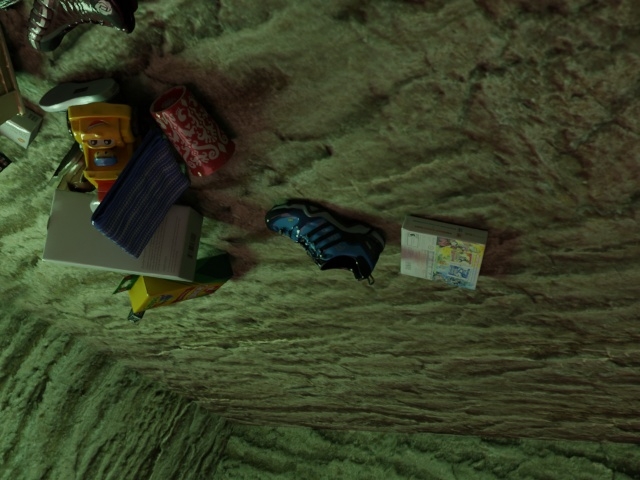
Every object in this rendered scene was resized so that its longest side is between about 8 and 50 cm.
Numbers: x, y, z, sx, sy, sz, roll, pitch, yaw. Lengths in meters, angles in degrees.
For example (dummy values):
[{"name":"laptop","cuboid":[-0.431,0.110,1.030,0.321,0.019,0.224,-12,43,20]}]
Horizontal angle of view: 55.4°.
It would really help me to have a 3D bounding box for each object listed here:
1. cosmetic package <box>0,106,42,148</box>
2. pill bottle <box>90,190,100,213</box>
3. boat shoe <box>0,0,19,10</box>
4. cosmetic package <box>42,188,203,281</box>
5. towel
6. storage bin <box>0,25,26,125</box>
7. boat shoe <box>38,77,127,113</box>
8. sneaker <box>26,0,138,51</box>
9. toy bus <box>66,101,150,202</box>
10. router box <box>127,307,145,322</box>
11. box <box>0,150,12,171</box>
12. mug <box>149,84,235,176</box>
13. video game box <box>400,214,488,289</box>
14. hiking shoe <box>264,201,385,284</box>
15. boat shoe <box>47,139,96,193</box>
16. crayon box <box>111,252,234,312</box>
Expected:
[{"name":"cosmetic package","cuboid":[-0.826,-0.332,1.520,0.239,0.060,0.099,32,150,-18]},{"name":"pill bottle","cuboid":[-0.463,-0.135,1.477,0.108,0.193,0.108,15,150,9]},{"name":"boat shoe","cuboid":[-0.607,-0.466,1.181,0.125,0.046,0.038,-14,131,34]},{"name":"cosmetic package","cuboid":[-0.519,-0.010,1.623,0.366,0.196,0.155,8,173,4]},{"name":"towel","cuboid":[-0.393,-0.092,1.386,0.040,0.243,0.336,30,167,5]},{"name":"storage bin","cuboid":[-0.816,-0.386,1.311,0.262,0.123,0.260,16,133,11]},{"name":"boat shoe","cuboid":[-0.526,-0.308,1.362,0.229,0.080,0.076,-4,142,24]},{"name":"sneaker","cuboid":[-0.427,-0.404,1.110,0.163,0.106,0.281,29,149,-19]},{"name":"toy bus","cuboid":[-0.455,-0.175,1.319,0.150,0.211,0.220,-1,171,-6]},{"name":"router box","cuboid":[-0.680,0.243,2.306,0.038,0.122,0.092,29,150,-22]},{"name":"box","cuboid":[-0.919,-0.278,1.590,0.220,0.051,0.175,31,163,40]},{"name":"mug","cuboid":[-0.288,-0.229,1.294,0.150,0.113,0.169,-14,134,24]},{"name":"video game box","cuboid":[0.284,0.031,1.425,0.187,0.048,0.205,15,150,15]},{"name":"hiking shoe","cuboid":[0.000,0.000,1.467,0.304,0.132,0.113,16,150,9]},{"name":"boat shoe","cuboid":[-0.622,-0.187,1.597,0.104,0.110,0.307,31,159,-25]},{"name":"crayon box","cuboid":[-0.444,0.133,1.828,0.319,0.081,0.202,-12,167,-31]}]
